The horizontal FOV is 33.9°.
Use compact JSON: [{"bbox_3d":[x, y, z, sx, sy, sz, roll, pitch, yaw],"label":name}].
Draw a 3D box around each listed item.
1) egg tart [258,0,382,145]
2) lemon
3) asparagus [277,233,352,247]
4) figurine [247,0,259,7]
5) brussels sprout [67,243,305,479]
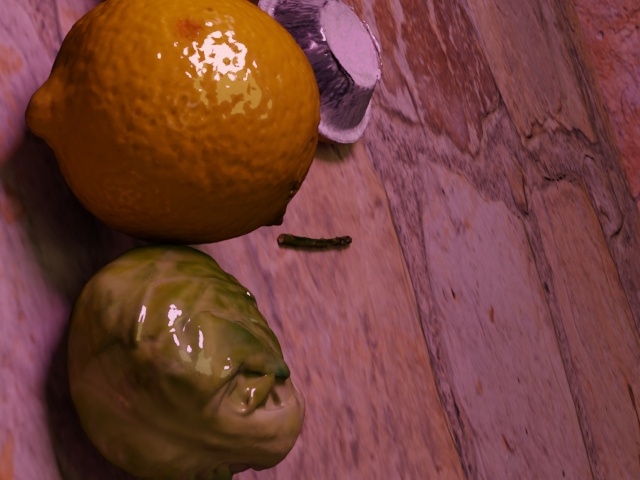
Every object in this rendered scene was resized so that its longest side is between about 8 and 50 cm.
[{"bbox_3d":[0.006,-0.234,1.336,0.234,0.094,0.234,32,48,-43],"label":"egg tart"},{"bbox_3d":[-0.123,-0.109,0.916,0.253,0.228,0.228,11,62,-46],"label":"lemon"},{"bbox_3d":[0.000,0.000,1.254,0.163,0.016,0.016,0,53,-57],"label":"asparagus"},{"bbox_3d":[-0.131,-0.271,1.080,0.173,0.177,0.247,-129,-155,-62],"label":"figurine"},{"bbox_3d":[-0.117,0.103,0.877,0.223,0.161,0.223,57,9,-14],"label":"brussels sprout"}]
